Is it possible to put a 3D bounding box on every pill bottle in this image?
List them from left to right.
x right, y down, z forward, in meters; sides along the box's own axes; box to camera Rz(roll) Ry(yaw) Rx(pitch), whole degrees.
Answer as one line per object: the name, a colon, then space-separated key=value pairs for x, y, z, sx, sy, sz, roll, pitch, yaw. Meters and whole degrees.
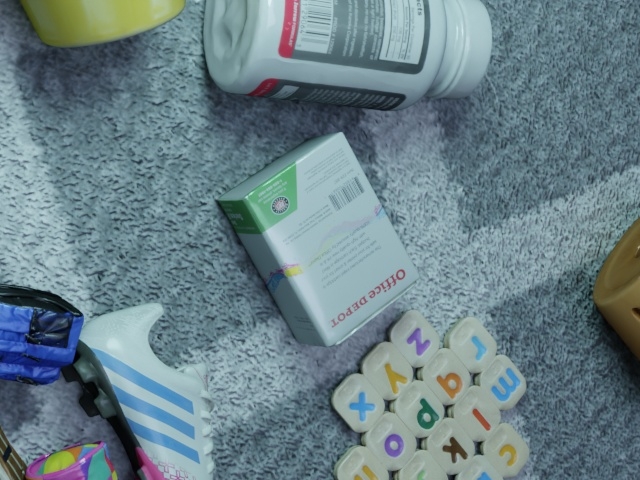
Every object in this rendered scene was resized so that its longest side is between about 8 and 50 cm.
pill bottle: x=0.037 y=-0.245 z=1.632 sx=0.318 sy=0.176 sz=0.176 roll=4 pitch=88 yaw=-28

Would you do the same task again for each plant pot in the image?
plant pot: x=-0.250 y=-0.341 z=1.456 sx=0.254 sy=0.254 sz=0.239 roll=-24 pitch=117 yaw=-26
plant pot: x=0.501 y=0.068 z=1.843 sx=0.203 sy=0.291 sz=0.291 roll=37 pitch=73 yaw=-6

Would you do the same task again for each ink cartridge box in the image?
ink cartridge box: x=0.000 y=0.000 z=1.661 sx=0.154 sy=0.093 sz=0.212 roll=-36 pitch=105 yaw=-22

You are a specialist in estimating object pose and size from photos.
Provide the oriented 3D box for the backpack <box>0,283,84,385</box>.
backpack: x=-0.328 y=0.099 z=1.484 sx=0.120 sy=0.098 sz=0.101 roll=16 pitch=86 yaw=-28

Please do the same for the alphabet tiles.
alphabet tiles: x=0.143 y=0.240 z=1.778 sx=0.284 sy=0.021 sz=0.278 roll=-47 pitch=110 yaw=-20

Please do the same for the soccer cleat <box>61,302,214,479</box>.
soccer cleat: x=-0.160 y=0.224 z=1.562 sx=0.143 sy=0.116 sz=0.331 roll=-32 pitch=104 yaw=-24

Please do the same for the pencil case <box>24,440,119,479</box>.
pencil case: x=-0.243 y=0.338 z=1.533 sx=0.104 sy=0.104 sz=0.236 roll=-25 pitch=104 yaw=-26

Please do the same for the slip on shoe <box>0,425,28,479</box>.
slip on shoe: x=-0.352 y=0.249 z=1.505 sx=0.041 sy=0.051 sz=0.135 roll=-19 pitch=112 yaw=13
